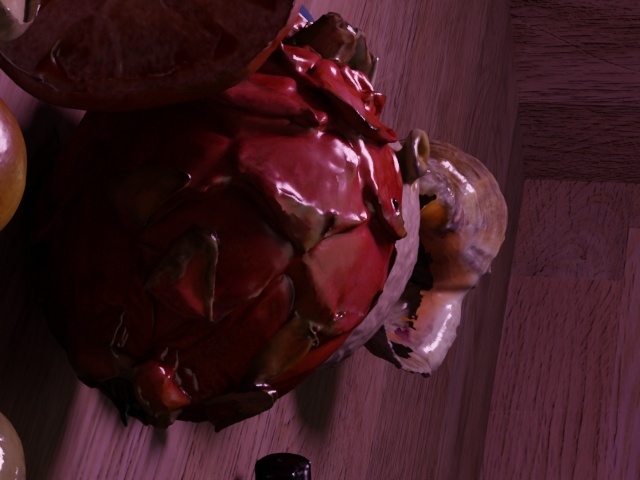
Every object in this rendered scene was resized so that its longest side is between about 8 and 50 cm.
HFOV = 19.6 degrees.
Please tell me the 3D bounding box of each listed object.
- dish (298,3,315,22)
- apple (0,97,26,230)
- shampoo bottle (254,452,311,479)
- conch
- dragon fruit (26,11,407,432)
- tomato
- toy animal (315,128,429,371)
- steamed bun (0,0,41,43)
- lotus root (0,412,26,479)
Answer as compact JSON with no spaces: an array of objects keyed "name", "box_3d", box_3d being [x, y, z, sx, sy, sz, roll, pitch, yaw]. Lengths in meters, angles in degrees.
[{"name":"dish","box_3d":[-0.062,-0.156,1.757,0.228,0.086,0.236,53,23,-1]},{"name":"apple","box_3d":[-0.225,-0.046,1.088,0.102,0.099,0.114,-67,159,-51]},{"name":"shampoo bottle","box_3d":[-0.036,0.361,1.975,0.104,0.104,0.278,-52,142,-68]},{"name":"conch","box_3d":[0.080,0.012,2.237,0.352,0.210,0.297,18,74,-55]},{"name":"dragon fruit","box_3d":[-0.072,-0.017,1.379,0.342,0.277,0.277,-57,160,-11]},{"name":"tomato","box_3d":[-0.126,-0.188,1.250,0.095,0.237,0.236,113,-18,-80]},{"name":"toy animal","box_3d":[-0.002,0.003,1.855,0.358,0.188,0.226,-55,152,-54]},{"name":"steamed bun","box_3d":[-0.228,-0.202,1.039,0.177,0.106,0.192,-89,163,-49]},{"name":"lotus root","box_3d":[-0.227,0.164,1.144,0.077,0.090,0.183,43,42,-37]}]
